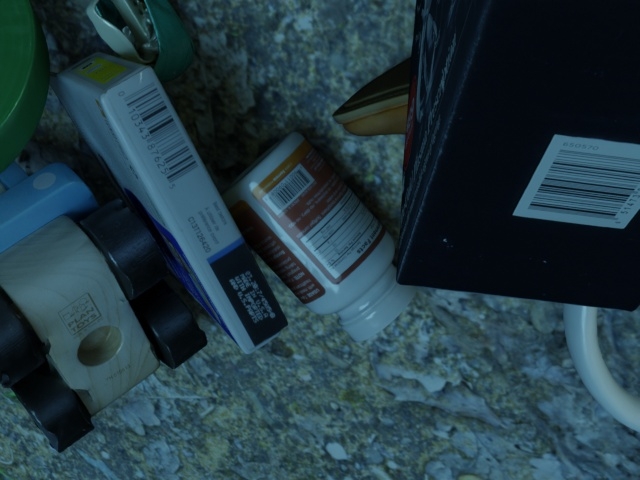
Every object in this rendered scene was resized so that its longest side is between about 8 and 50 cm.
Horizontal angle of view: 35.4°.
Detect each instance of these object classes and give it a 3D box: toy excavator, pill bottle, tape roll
[{"bbox_3d":[-0.387,-0.031,1.190,0.445,0.222,0.433,38,157,37],"label":"toy excavator"},{"bbox_3d":[0.000,0.000,1.069,0.216,0.121,0.121,48,129,-9],"label":"pill bottle"},{"bbox_3d":[-0.454,-0.186,1.057,0.321,0.321,0.077,29,164,7],"label":"tape roll"}]

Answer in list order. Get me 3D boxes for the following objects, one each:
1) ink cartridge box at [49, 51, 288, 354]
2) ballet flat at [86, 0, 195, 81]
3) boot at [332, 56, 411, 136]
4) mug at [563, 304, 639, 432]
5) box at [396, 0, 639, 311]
[{"bbox_3d":[-0.172,-0.056,1.084,0.304,0.072,0.307,62,168,-24],"label":"ink cartridge box"},{"bbox_3d":[-0.215,-0.270,1.022,0.083,0.087,0.247,-17,112,36],"label":"ballet flat"},{"bbox_3d":[0.168,-0.080,0.956,0.283,0.109,0.220,-13,118,25],"label":"boot"},{"bbox_3d":[0.376,0.036,0.774,0.374,0.276,0.328,-15,112,6],"label":"mug"},{"bbox_3d":[0.160,-0.166,0.616,0.179,0.312,0.343,7,154,0],"label":"box"}]
